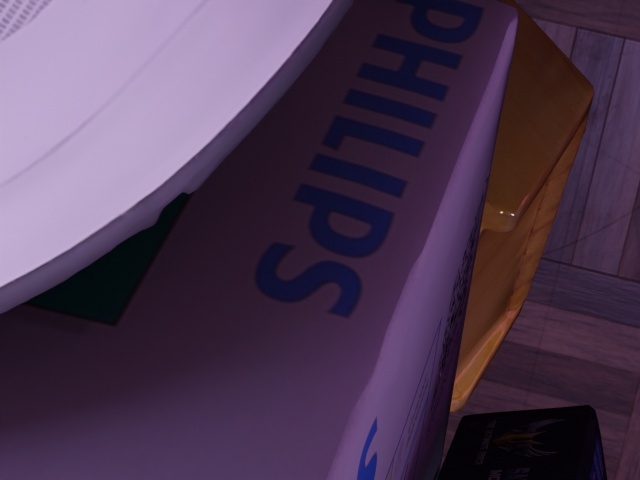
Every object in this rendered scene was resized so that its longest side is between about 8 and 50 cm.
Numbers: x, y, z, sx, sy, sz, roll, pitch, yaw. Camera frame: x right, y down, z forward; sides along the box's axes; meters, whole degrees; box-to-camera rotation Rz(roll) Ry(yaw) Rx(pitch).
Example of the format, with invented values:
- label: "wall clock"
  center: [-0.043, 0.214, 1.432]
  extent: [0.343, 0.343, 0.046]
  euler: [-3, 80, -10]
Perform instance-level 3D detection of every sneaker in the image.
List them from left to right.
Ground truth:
- label: "sneaker"
  center: [-0.051, -0.196, 0.406]
  extent: [0.447, 0.169, 0.257]
  euler: [-50, 144, -12]

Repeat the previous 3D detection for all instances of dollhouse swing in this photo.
- label: "dollhouse swing"
  center: [0.000, 0.000, 1.307]
  extent: [0.305, 0.315, 0.347]
  euler: [-34, 161, -17]

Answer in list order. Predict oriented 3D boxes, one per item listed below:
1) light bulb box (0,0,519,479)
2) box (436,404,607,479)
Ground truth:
- label: "light bulb box"
  center: [-0.101, 0.136, 0.595]
  extent: [0.358, 0.225, 0.361]
  euler: [-65, 165, -48]
- label: "box"
  center: [0.072, 0.181, 0.633]
  extent: [0.233, 0.059, 0.183]
  euler: [-49, 131, -70]
